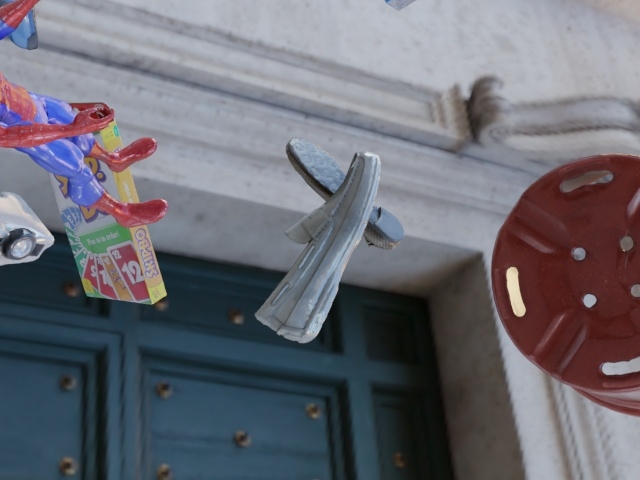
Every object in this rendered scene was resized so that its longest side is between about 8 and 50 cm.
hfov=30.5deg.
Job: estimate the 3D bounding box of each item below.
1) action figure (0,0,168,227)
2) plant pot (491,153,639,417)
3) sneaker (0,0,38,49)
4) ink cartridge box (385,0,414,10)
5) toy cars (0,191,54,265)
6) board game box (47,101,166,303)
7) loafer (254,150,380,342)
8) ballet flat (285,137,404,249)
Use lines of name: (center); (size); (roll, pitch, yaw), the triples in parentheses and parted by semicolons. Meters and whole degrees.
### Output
action figure: (-0.176, -0.097, 0.846); (0.139, 0.280, 0.091); (-24, -113, 20)
plant pot: (0.290, 0.035, 1.089); (0.272, 0.265, 0.272); (-2, -96, 23)
sneaker: (-0.333, -0.269, 1.152); (0.209, 0.082, 0.069); (82, -10, -51)
ink cartridge box: (0.064, -0.273, 1.159); (0.028, 0.048, 0.083); (-29, -98, 18)
toy cars: (-0.371, 0.026, 1.068); (0.087, 0.176, 0.394); (-54, -171, 16)
board game box: (-0.276, -0.046, 1.460); (0.124, 0.039, 0.259); (4, -65, 37)
loafer: (0.000, 0.000, 1.823); (0.112, 0.111, 0.319); (124, -10, -82)
ballet flat: (0.032, -0.071, 1.929); (0.058, 0.250, 0.084); (-40, -166, 40)
